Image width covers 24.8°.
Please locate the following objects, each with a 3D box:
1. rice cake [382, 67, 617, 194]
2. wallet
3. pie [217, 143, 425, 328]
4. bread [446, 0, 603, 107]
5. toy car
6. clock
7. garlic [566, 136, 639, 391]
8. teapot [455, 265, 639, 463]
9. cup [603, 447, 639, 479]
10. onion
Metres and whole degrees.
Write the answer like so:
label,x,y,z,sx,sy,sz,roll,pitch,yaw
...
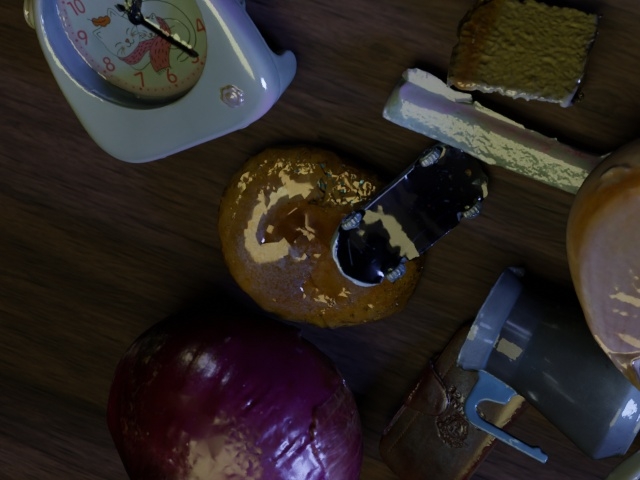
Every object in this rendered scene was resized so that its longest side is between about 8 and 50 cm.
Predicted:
label,x,y,z,sx,sy,sz,roll,pitch,yaw
rice cake,0.212,-0.118,1.626,0.290,0.051,0.081,21,118,7
wallet,0.171,0.222,1.850,0.137,0.031,0.255,41,119,15
pie,0.000,0.001,1.783,0.273,0.069,0.273,5,122,8
bread,0.207,-0.182,1.527,0.147,0.152,0.127,15,137,14
toy car,0.101,-0.030,1.687,0.205,0.056,0.095,-39,106,9
clock,-0.201,-0.261,1.672,0.265,0.109,0.324,-15,114,32
garlic,0.412,0.030,1.522,0.286,0.249,0.313,-4,131,-11
teapot,0.276,0.153,1.700,0.225,0.171,0.203,28,93,12
cup,0.450,0.269,1.673,0.258,0.186,0.234,2,123,-16
onion,-0.139,0.272,1.827,0.347,0.385,0.348,21,134,23
